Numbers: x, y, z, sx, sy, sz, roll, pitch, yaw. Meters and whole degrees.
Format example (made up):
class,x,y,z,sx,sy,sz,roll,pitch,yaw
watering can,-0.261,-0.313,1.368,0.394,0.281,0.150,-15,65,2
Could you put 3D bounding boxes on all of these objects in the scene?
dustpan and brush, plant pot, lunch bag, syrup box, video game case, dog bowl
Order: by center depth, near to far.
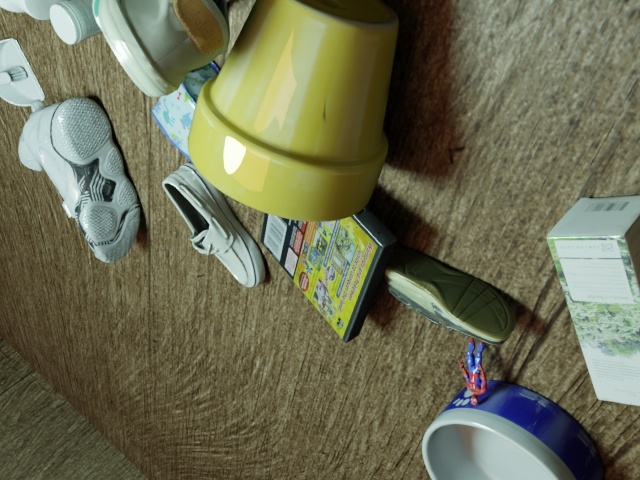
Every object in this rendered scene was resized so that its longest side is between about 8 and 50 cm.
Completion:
class,x,y,z,sx,sy,sz,roll,pitch,yaw
syrup box,0.354,0.073,0.839,0.093,0.096,0.237,-1,120,49
plant pot,-0.018,-0.191,0.907,0.254,0.254,0.239,34,124,21
dog bowl,0.296,0.352,1.134,0.265,0.104,0.265,27,137,28
video game case,0.000,0.000,1.153,0.248,0.035,0.275,48,149,23
lunch bag,-0.188,-0.193,1.187,0.151,0.096,0.129,58,144,7
dustpan and brush,-0.720,-0.362,1.633,0.211,0.060,0.147,3,123,45

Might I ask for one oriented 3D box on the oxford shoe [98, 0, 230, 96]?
class,x,y,z,sx,sy,sz,roll,pitch,yaw
oxford shoe,-0.187,-0.339,0.907,0.169,0.130,0.449,53,-166,-42

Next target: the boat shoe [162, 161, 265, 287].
class,x,y,z,sx,sy,sz,roll,pitch,yaw
boat shoe,-0.200,-0.016,1.356,0.096,0.088,0.267,-8,114,49

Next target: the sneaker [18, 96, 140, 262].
class,x,y,z,sx,sy,sz,roll,pitch,yaw
sneaker,-0.518,-0.135,1.558,0.210,0.137,0.366,16,126,39

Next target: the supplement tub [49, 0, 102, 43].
class,x,y,z,sx,sy,sz,roll,pitch,yaw
supplement tub,-0.392,-0.383,1.229,0.071,0.107,0.071,27,137,29

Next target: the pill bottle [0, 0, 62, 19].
class,x,y,z,sx,sy,sz,roll,pitch,yaw
pill bottle,-0.560,-0.491,1.289,0.246,0.136,0.136,35,141,20

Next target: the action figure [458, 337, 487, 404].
class,x,y,z,sx,sy,sz,roll,pitch,yaw
action figure,0.229,0.188,1.083,0.038,0.030,0.115,-3,89,43

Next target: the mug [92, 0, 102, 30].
class,x,y,z,sx,sy,sz,roll,pitch,yaw
mug,-0.299,-0.379,1.142,0.129,0.097,0.157,22,135,33

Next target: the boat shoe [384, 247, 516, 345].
class,x,y,z,sx,sy,sz,roll,pitch,yaw
boat shoe,0.182,0.088,1.056,0.223,0.080,0.073,32,145,32
